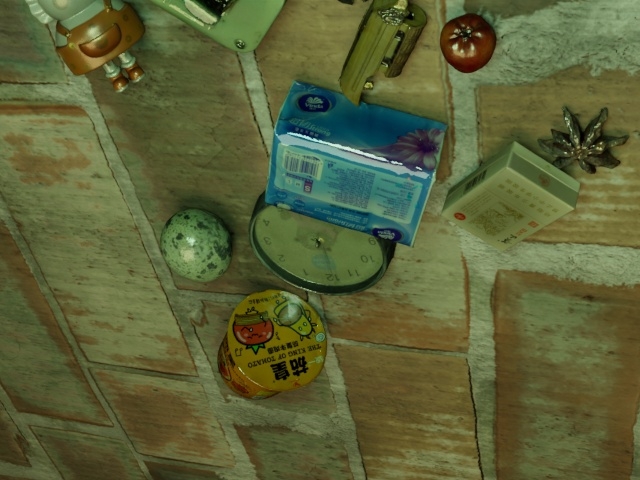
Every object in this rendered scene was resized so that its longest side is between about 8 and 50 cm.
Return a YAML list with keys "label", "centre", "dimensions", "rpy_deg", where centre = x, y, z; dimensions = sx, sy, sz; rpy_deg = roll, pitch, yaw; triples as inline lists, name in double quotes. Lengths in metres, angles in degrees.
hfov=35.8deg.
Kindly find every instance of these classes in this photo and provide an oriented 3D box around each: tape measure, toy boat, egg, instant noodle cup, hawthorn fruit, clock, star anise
- label: "tape measure"
  centre: [-0.156, -0.393, 1.420]
  dimensions: [0.235, 0.115, 0.207]
  rpy_deg: [30, 142, -12]
- label: "toy boat"
  centre: [0.092, -0.287, 1.477]
  dimensions: [0.088, 0.068, 0.226]
  rpy_deg: [18, 140, -8]
- label: "egg"
  centre: [-0.234, 0.013, 1.900]
  dimensions: [0.132, 0.132, 0.172]
  rpy_deg: [0, 148, 21]
- label: "instant noodle cup"
  centre: [-0.113, 0.229, 2.052]
  dimensions: [0.216, 0.215, 0.172]
  rpy_deg: [27, 149, -10]
- label: "hawthorn fruit"
  centre: [0.214, -0.281, 1.437]
  dimensions: [0.081, 0.081, 0.093]
  rpy_deg: [7, 168, 14]
- label: "clock"
  centre: [0.000, 0.000, 1.851]
  dimensions: [0.281, 0.055, 0.280]
  rpy_deg: [11, 139, 10]
- label: "star anise"
  centre: [0.407, -0.146, 1.533]
  dimensions: [0.141, 0.042, 0.141]
  rpy_deg: [11, 141, 9]

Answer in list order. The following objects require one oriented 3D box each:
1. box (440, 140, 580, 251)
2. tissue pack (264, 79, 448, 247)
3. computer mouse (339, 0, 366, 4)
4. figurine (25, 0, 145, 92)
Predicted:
- label: "box"
  centre: [0.308, -0.067, 1.624]
  dimensions: [0.141, 0.058, 0.201]
  rpy_deg: [29, 148, -12]
- label: "tissue pack"
  centre: [0.055, -0.126, 1.613]
  dimensions: [0.263, 0.146, 0.198]
  rpy_deg: [15, 142, 3]
- label: "computer mouse"
  centre: [0.030, -0.385, 1.406]
  dimensions: [0.079, 0.047, 0.135]
  rpy_deg: [-4, 137, 27]
- label: "figurine"
  centre: [-0.371, -0.358, 1.546]
  dimensions: [0.143, 0.143, 0.271]
  rpy_deg: [-25, 103, 40]
